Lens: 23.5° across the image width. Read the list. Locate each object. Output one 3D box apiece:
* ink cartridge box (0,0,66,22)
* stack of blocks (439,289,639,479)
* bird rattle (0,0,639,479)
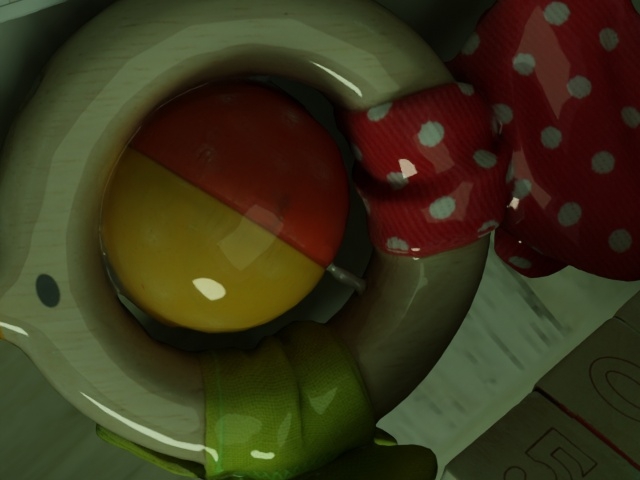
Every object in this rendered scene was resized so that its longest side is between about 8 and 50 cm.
[{"bbox_3d":[-0.144,-0.115,0.404,0.179,0.045,0.145,-25,133,-34],"label":"ink cartridge box"},{"bbox_3d":[0.151,0.073,0.553,0.297,0.087,0.171,-35,152,-35],"label":"stack of blocks"},{"bbox_3d":[0.000,0.000,0.500,0.207,0.143,0.253,31,103,-23],"label":"bird rattle"}]
